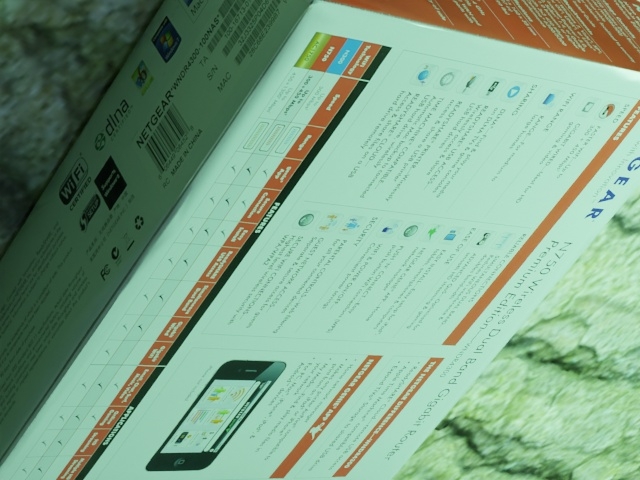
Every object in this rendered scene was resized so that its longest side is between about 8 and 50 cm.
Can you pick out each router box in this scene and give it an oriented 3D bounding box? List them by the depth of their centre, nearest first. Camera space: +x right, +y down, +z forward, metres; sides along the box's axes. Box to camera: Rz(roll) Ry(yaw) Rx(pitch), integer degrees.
[{"bbox_3d":[0.000,0.000,0.926,0.301,0.082,0.335,6,130,-44],"label":"router box"}]
